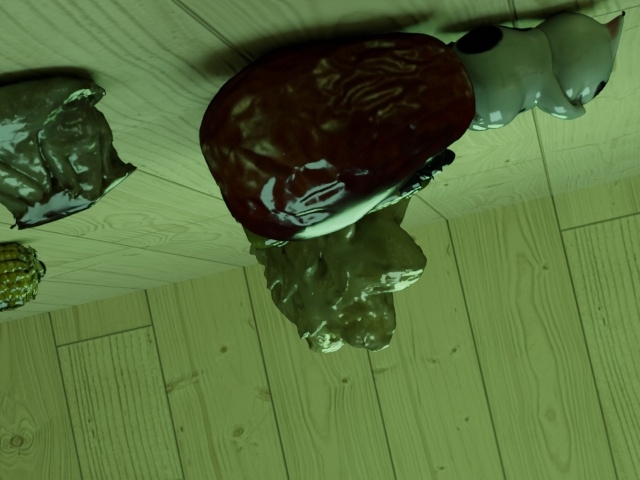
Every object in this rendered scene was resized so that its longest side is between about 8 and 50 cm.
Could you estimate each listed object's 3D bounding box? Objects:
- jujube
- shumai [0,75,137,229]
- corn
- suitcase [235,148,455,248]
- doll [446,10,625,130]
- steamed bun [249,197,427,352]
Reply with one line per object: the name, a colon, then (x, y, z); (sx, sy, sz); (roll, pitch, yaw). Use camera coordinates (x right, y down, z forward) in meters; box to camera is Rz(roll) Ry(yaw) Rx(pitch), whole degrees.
jujube: (0.015, -0.106, 1.393); (0.255, 0.190, 0.190); (-27, 177, -9)
shumai: (-0.270, -0.072, 1.340); (0.201, 0.120, 0.201); (-14, 177, -1)
corn: (-0.572, 0.075, 2.249); (0.317, 0.115, 0.115); (-10, 174, -22)
suitcase: (0.012, -0.091, 1.579); (0.234, 0.143, 0.194); (-21, -179, 11)
doll: (0.209, -0.167, 1.477); (0.180, 0.107, 0.110); (-10, -178, -13)
steamed bun: (0.000, 0.000, 1.775); (0.137, 0.295, 0.292); (0, -158, -37)
